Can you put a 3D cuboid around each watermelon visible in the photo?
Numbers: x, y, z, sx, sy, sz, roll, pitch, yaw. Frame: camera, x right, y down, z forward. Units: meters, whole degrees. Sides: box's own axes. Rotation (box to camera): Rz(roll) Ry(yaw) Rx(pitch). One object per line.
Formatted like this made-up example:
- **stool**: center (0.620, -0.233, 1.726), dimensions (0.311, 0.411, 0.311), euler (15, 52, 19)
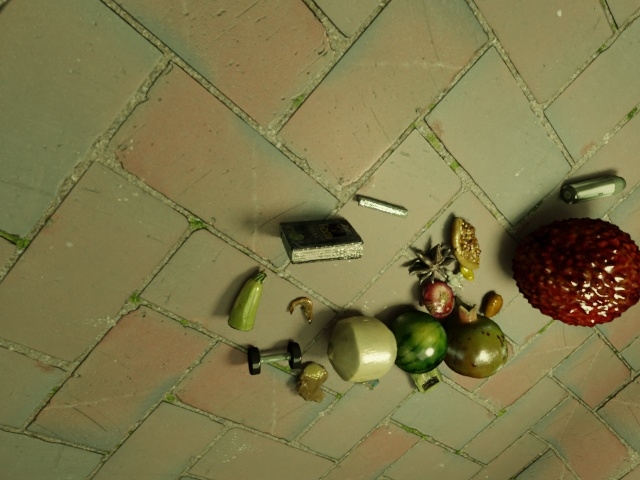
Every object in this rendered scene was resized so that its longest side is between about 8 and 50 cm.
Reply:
- **watermelon**: center (0.374, 0.399, 1.704), dimensions (0.242, 0.242, 0.242), euler (-9, 121, -14)

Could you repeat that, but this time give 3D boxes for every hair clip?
- **hair clip**: center (0.446, 0.566, 1.918), dimensions (0.138, 0.091, 0.321), euler (-36, 136, -6)

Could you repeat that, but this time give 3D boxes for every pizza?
- **pizza**: center (0.546, 0.018, 1.626), dimensions (0.127, 0.058, 0.246), euler (-31, 118, -29)

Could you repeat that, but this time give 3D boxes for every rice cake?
- **rice cake**: center (0.212, -0.113, 1.475), dimensions (0.207, 0.033, 0.033), euler (13, 115, -25)

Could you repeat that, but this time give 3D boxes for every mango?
- **mango**: center (0.737, 0.280, 1.866), dimensions (0.077, 0.063, 0.127), euler (-2, 124, -24)

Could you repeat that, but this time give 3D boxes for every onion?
- **onion**: center (0.446, 0.234, 1.725), dimensions (0.150, 0.140, 0.150), euler (8, 72, -27)

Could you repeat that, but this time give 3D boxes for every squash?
- **squash**: center (-0.235, 0.195, 1.475), dimensions (0.094, 0.094, 0.224), euler (17, 106, -27)

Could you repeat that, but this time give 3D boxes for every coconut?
- **coconut**: center (0.138, 0.401, 1.623), dimensions (0.247, 0.245, 0.245), euler (7, 116, -22)

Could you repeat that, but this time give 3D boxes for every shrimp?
- **shrimp**: center (-0.065, 0.266, 1.602), dimensions (0.091, 0.025, 0.127), euler (-19, 119, -7)

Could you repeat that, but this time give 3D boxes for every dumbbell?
- **dumbbell**: center (-0.171, 0.439, 1.621), dimensions (0.191, 0.100, 0.100), euler (-3, 120, -18)

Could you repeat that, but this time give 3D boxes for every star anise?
- **star anise**: center (0.420, 0.080, 1.639), dimensions (0.204, 0.061, 0.181), euler (-29, 129, -3)

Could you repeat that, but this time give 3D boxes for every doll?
- **doll**: center (0.558, 0.153, 1.733), dimensions (0.113, 0.071, 0.135), euler (-18, 128, 1)

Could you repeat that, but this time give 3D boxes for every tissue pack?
- **tissue pack**: center (0.000, 0.000, 1.383), dimensions (0.235, 0.173, 0.073), euler (-5, 121, -16)

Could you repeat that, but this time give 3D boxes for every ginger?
- **ginger**: center (-0.038, 0.594, 1.775), dimensions (0.137, 0.074, 0.213), euler (-5, 126, -16)

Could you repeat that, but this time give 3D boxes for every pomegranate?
- **pomegranate**: center (0.627, 0.391, 1.788), dimensions (0.290, 0.291, 0.324), euler (4, 87, -21)

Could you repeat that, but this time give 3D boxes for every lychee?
- **lychee**: center (0.989, 0.116, 1.637), dimensions (0.499, 0.425, 0.425), euler (7, 120, 9)

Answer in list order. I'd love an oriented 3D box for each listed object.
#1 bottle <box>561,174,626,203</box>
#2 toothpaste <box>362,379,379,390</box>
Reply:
- **bottle**: center (1.064, -0.197, 1.699), dimensions (0.253, 0.080, 0.096), euler (-13, 160, -11)
- **toothpaste**: center (0.172, 0.571, 1.832), dimensions (0.193, 0.070, 0.044), euler (35, 105, -32)
